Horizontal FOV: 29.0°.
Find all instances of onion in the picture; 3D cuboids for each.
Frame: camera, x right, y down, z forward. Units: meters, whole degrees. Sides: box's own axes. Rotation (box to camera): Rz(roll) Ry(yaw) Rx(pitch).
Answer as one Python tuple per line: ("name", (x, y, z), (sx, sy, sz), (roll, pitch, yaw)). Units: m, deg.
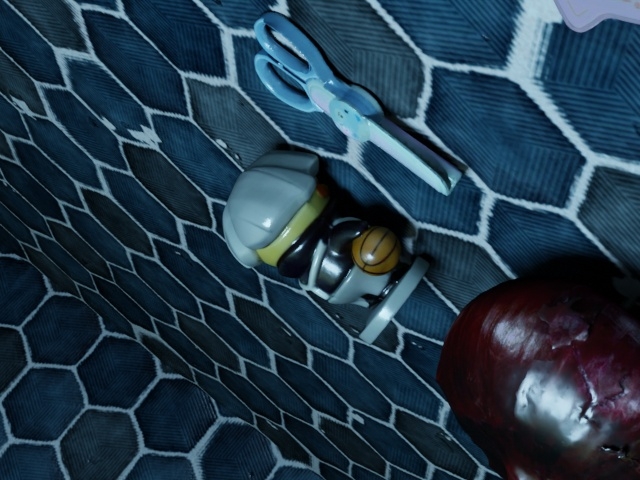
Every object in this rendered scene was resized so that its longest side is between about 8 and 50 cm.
("onion", (0.244, 0.169, 1.182), (0.314, 0.232, 0.314), (35, 161, 14))

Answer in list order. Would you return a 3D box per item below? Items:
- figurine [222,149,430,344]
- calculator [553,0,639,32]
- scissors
("figurine", (0.000, 0.000, 1.407), (0.236, 0.133, 0.176), (36, 150, 3))
("calculator", (0.184, -0.238, 0.731), (0.194, 0.043, 0.294), (22, 150, 42))
("scissors", (0.033, -0.128, 1.223), (0.256, 0.030, 0.125), (37, 159, 16))
